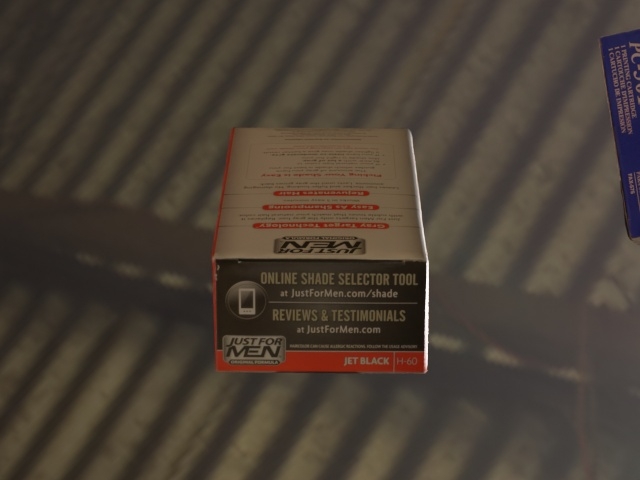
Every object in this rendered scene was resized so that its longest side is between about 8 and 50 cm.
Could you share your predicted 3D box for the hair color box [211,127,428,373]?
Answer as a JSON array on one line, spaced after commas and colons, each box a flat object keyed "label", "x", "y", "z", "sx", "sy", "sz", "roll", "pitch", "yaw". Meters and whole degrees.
[{"label": "hair color box", "x": 0.000, "y": 0.000, "z": 0.701, "sx": 0.072, "sy": 0.043, "sz": 0.141, "roll": 1, "pitch": -160, "yaw": 1}]

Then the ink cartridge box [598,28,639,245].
[{"label": "ink cartridge box", "x": 0.187, "y": -0.034, "z": 0.972, "sx": 0.046, "sy": 0.207, "sz": 0.097, "roll": -11, "pitch": -102, "yaw": 20}]
